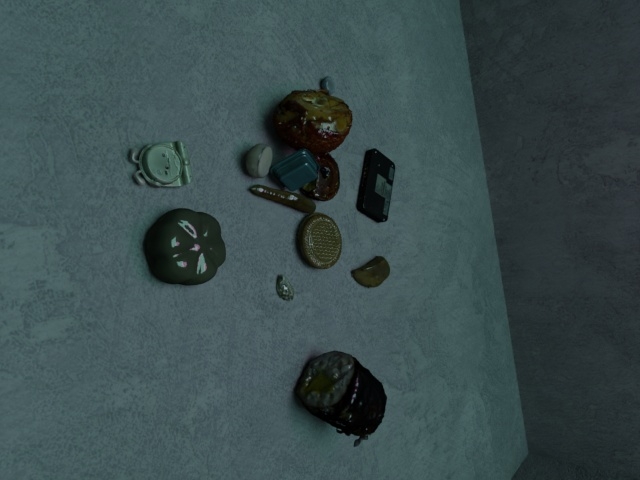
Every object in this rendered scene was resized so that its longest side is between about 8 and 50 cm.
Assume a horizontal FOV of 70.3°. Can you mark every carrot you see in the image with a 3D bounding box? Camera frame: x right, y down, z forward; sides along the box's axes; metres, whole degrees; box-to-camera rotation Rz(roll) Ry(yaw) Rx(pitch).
[{"bbox_3d":[-0.149,-0.178,1.878,0.342,0.070,0.070,16,74,-42],"label":"carrot"}]

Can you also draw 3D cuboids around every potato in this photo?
[{"bbox_3d":[0.268,0.169,2.250,0.243,0.098,0.138,-25,105,-44],"label":"potato"}]

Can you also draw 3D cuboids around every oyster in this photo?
[{"bbox_3d":[-0.135,0.195,1.865,0.100,0.037,0.098,23,70,-43],"label":"oyster"}]

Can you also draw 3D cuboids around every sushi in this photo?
[{"bbox_3d":[0.099,0.635,1.873,0.281,0.299,0.294,-52,124,-18],"label":"sushi"}]

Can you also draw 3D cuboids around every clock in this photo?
[{"bbox_3d":[-0.523,-0.248,1.496,0.191,0.062,0.152,-15,96,-45],"label":"clock"}]

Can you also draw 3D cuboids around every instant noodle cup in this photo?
[{"bbox_3d":[-0.095,-0.274,1.844,0.157,0.179,0.070,45,19,-55],"label":"instant noodle cup"}]

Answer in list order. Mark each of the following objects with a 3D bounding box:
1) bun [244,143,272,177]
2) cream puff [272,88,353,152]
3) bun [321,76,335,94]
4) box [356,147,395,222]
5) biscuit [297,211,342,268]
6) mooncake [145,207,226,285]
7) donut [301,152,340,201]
[{"bbox_3d":[-0.251,-0.315,1.771,0.138,0.094,0.138,18,90,-75],"label":"bun"},{"bbox_3d":[-0.035,-0.478,1.879,0.350,0.350,0.229,-27,144,-44],"label":"cream puff"},{"bbox_3d":[0.035,-0.731,2.148,0.083,0.045,0.084,3,87,-47],"label":"bun"},{"bbox_3d":[0.291,-0.283,2.354,0.211,0.058,0.351,27,67,-42],"label":"box"},{"bbox_3d":[0.000,0.000,2.000,0.259,0.079,0.259,7,80,-44],"label":"biscuit"},{"bbox_3d":[-0.436,0.022,1.507,0.274,0.135,0.275,10,77,-49],"label":"mooncake"},{"bbox_3d":[-0.008,-0.286,2.015,0.216,0.095,0.231,-29,106,-47],"label":"donut"}]
